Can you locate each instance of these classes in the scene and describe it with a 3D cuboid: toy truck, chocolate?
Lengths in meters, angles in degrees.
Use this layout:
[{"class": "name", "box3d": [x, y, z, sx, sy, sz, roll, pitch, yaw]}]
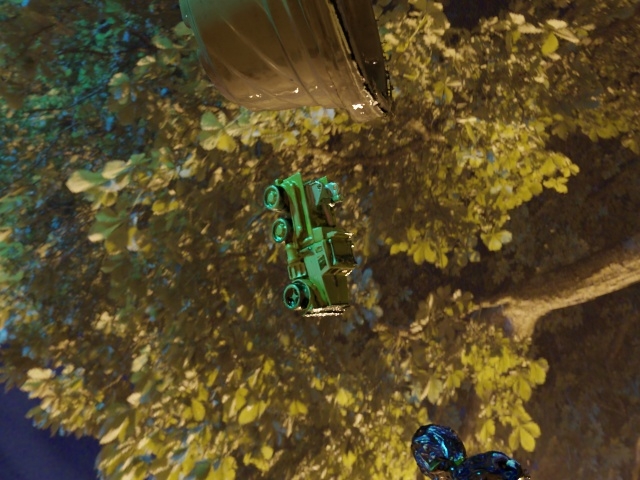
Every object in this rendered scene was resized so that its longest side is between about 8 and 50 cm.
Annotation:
[{"class": "toy truck", "box3d": [-0.002, 0.004, 1.136, 0.135, 0.128, 0.259, -18, -105, 42]}, {"class": "chocolate", "box3d": [0.303, 0.475, 1.314, 0.148, 0.343, 0.126, 1, -96, -17]}]

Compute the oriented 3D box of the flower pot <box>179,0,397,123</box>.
[{"class": "flower pot", "box3d": [-0.030, -0.200, 0.546, 0.141, 0.235, 0.235, -14, -67, 18]}]
